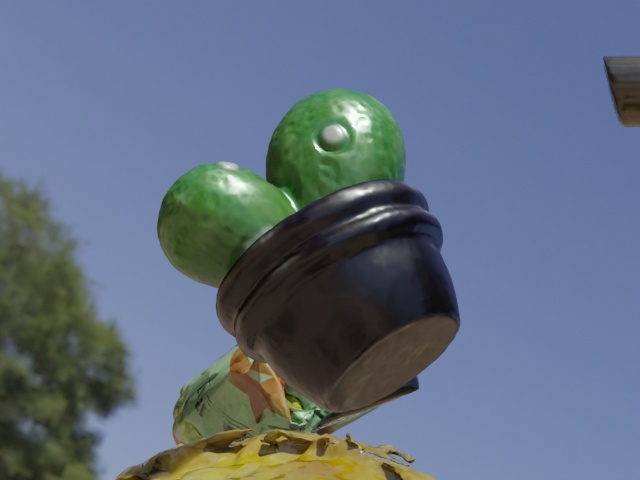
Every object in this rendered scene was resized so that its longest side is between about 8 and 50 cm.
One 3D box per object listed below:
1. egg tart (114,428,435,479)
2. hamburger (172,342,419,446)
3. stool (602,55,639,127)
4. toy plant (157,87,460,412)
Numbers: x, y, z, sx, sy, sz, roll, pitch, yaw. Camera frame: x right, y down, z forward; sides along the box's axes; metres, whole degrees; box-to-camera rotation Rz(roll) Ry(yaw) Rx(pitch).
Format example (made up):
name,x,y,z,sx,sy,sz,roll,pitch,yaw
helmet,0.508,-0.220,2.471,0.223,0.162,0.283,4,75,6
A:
name,x,y,z,sx,sy,sz,roll,pitch,yaw
egg tart,-0.055,0.183,0.599,0.297,0.297,0.132,9,-22,41
hamburger,-0.018,0.121,1.628,0.214,0.235,0.125,-21,-78,54
stool,0.365,-0.003,1.341,0.226,0.310,0.310,-16,-45,9
toy plant,0.000,0.000,1.332,0.235,0.218,0.175,56,-29,23
